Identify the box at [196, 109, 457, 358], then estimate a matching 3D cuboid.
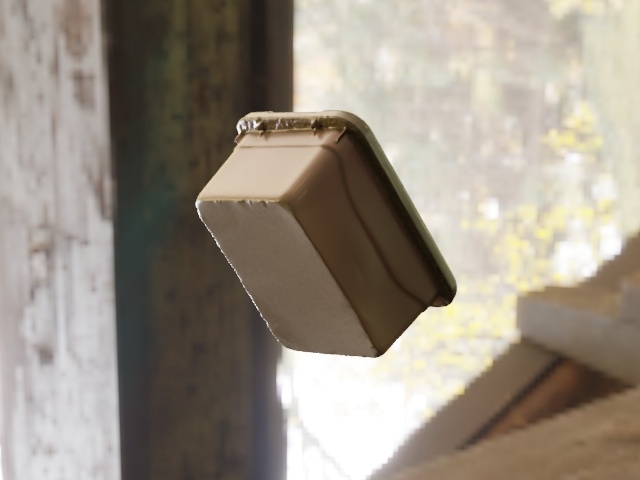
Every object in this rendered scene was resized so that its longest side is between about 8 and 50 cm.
[{"bbox_3d":[0.000,0.000,0.932,0.089,0.122,0.062,2,-139,45],"label":"box"}]
